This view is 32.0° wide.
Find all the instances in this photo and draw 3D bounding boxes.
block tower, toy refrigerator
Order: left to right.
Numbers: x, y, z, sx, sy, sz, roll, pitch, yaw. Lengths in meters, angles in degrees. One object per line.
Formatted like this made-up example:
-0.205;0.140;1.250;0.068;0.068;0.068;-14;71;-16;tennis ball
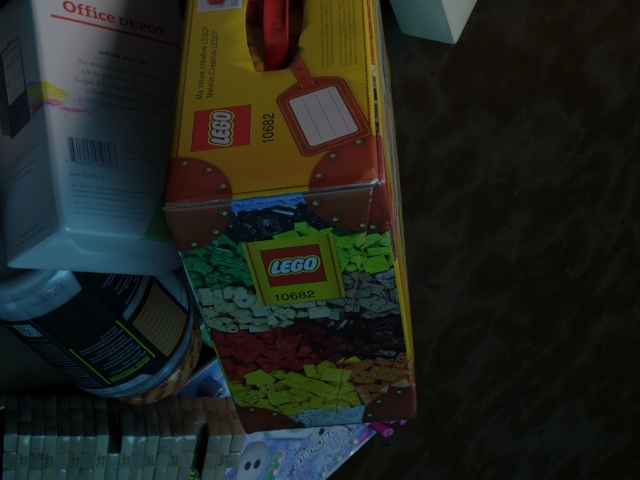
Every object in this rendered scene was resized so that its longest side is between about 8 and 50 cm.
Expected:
-0.280;0.274;1.536;0.335;0.097;0.091;4;119;-16;block tower
0.127;-0.380;1.440;0.102;0.094;0.269;-64;153;-17;toy refrigerator

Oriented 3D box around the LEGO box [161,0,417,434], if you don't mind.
-0.018;-0.103;1.216;0.193;0.500;0.372;-6;138;6;LEGO box

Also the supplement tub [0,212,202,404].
-0.284;0.069;1.387;0.193;0.193;0.316;-42;139;-8;supplement tub

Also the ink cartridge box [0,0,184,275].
-0.246;-0.148;1.226;0.207;0.354;0.119;6;156;-44;ink cartridge box

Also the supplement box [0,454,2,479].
-0.504;0.345;1.490;0.188;0.081;0.104;2;119;-43;supplement box

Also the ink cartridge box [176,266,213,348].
-0.155;0.079;1.574;0.209;0.109;0.062;-47;139;-3;ink cartridge box

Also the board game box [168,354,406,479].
-0.029;0.272;1.805;0.390;0.050;0.390;-39;132;-26;board game box

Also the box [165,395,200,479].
-0.190;0.361;1.797;0.270;0.060;0.216;25;102;-49;box
